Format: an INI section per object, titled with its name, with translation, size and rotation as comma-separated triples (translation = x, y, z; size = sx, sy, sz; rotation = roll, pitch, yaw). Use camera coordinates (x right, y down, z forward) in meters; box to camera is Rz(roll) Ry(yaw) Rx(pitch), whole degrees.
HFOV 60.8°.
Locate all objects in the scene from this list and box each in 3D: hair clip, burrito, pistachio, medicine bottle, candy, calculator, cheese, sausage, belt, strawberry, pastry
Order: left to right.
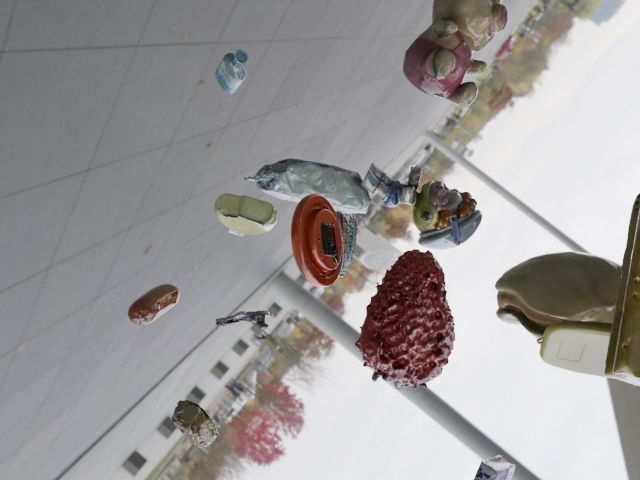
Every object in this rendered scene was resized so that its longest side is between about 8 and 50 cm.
[sausage]
translation = -0.423, 0.162, 1.388
size = 0.076, 0.076, 0.197
rotation = -53, -179, 16
[pastry]
translation = -0.358, 0.520, 1.549
size = 0.081, 0.153, 0.153
rotation = -52, 177, -33
[medicine bottle]
translation = -0.266, -0.516, 1.655
size = 0.053, 0.090, 0.208
rotation = -35, -172, -22
[cheese]
translation = -0.172, -0.041, 1.166
size = 0.255, 0.127, 0.050
rotation = 146, -40, -70
[hair clip]
translation = -0.216, 0.237, 1.657
size = 0.146, 0.056, 0.187
rotation = 0, 176, -36
[burrito]
translation = -0.027, -0.171, 1.642
size = 0.101, 0.445, 0.139
rotation = 17, -83, 55
[belt]
translation = 0.011, -0.020, 1.968
size = 0.160, 0.206, 0.295
rotation = 11, 85, -60
[strawberry]
translation = 0.169, 0.165, 1.011
size = 0.106, 0.188, 0.286
rotation = -122, -143, -75
[candy]
translation = 0.561, 0.757, 1.763
size = 0.160, 0.073, 0.092
rotation = 12, 99, -49
[pistachio]
translation = 0.718, 0.177, 1.579
size = 0.365, 0.282, 0.445
rotation = -19, -163, -38
[calculator]
translation = 0.564, 0.225, 1.109
size = 0.033, 0.236, 0.157
rotation = -69, 159, -44

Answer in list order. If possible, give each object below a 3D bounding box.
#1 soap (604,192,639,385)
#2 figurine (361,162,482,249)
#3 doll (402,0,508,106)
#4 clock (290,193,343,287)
[soap]
translation = 0.603, 0.085, 0.798
size = 0.156, 0.293, 0.335
rotation = 37, 65, -64
[figurine]
translation = 0.310, -0.116, 1.710
size = 0.224, 0.381, 0.205
rotation = -37, 159, -50
[doll]
translation = 0.256, -0.392, 0.999
size = 0.196, 0.152, 0.256
rotation = 40, 71, -85
[clock]
translation = 0.000, 0.000, 1.190
size = 0.051, 0.205, 0.205
rotation = -9, -161, 27
